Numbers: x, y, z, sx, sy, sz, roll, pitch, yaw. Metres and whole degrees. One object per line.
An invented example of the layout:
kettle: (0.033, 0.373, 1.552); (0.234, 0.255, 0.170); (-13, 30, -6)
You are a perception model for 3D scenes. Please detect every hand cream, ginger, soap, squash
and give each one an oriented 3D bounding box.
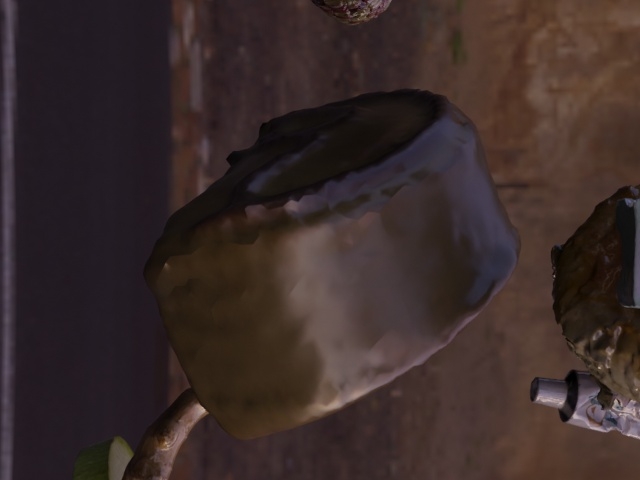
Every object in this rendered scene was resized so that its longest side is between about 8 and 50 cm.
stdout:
hand cream: (0.325, 0.170, 1.523); (0.050, 0.257, 0.084); (-69, 170, -65)
ginger: (-0.164, 0.218, 1.741); (0.288, 0.075, 0.089); (-60, -176, 10)
soap: (0.306, 0.016, 1.233); (0.230, 0.145, 0.091); (5, 86, -60)
squash: (-0.233, 0.361, 1.907); (0.252, 0.048, 0.252); (-16, 90, -87)

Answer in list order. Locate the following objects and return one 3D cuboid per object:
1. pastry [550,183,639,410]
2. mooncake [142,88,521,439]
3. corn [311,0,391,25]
pastry: (0.339, 0.047, 1.476); (0.236, 0.257, 0.121); (58, -7, 47)
mooncake: (0.000, 0.000, 1.667); (0.246, 0.393, 0.394); (66, -13, -16)
corn: (0.000, -0.318, 1.717); (0.290, 0.098, 0.098); (36, 54, -65)
